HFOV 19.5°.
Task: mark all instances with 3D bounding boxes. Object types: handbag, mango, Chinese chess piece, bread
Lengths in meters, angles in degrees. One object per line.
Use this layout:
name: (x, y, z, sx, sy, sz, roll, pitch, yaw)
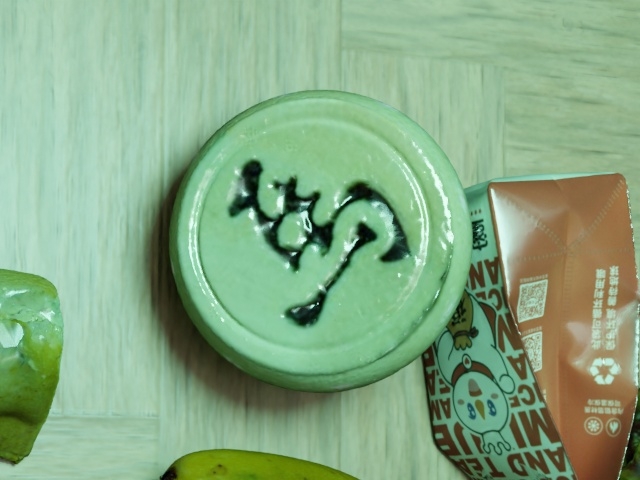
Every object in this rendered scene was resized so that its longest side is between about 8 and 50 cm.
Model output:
handbag: (0.184, 0.097, 1.617, 0.151, 0.171, 0.298, -3, 83, -25)
mango: (-0.028, 0.249, 1.536, 0.253, 0.113, 0.139, 15, 73, -29)
Chinese chess piece: (0.000, 0.000, 1.532, 0.250, 0.101, 0.250, -1, 84, 7)
bread: (-0.248, 0.097, 1.463, 0.103, 0.110, 0.156, 5, 82, -29)

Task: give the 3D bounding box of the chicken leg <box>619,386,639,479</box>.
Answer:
chicken leg: (0.315, 0.265, 1.685, 0.211, 0.140, 0.361, 9, 102, -35)
